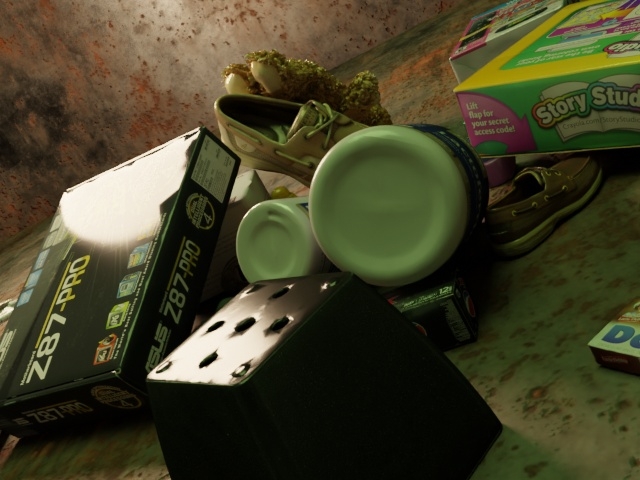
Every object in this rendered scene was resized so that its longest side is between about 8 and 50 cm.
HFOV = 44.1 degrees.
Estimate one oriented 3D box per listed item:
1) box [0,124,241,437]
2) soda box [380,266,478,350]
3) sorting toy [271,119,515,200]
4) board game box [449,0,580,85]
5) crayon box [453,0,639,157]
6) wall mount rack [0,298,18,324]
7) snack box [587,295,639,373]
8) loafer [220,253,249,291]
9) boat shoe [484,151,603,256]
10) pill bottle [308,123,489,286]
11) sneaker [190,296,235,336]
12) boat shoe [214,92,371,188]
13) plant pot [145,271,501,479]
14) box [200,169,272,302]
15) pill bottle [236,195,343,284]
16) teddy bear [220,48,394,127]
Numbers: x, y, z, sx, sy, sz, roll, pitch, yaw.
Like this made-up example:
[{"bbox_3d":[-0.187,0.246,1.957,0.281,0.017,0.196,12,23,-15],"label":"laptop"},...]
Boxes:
[{"bbox_3d":[-0.287,0.055,1.086,0.318,0.097,0.395,-19,45,36],"label":"box"},{"bbox_3d":[0.064,0.086,0.763,0.169,0.053,0.060,-21,18,22],"label":"soda box"},{"bbox_3d":[0.078,-0.072,1.066,0.365,0.126,0.127,-26,17,12],"label":"sorting toy"},{"bbox_3d":[0.391,-0.403,1.547,0.224,0.097,0.303,-20,19,27],"label":"board game box"},{"bbox_3d":[0.396,-0.216,0.927,0.363,0.106,0.313,1,32,47],"label":"crayon box"},{"bbox_3d":[-0.632,0.224,1.371,0.350,0.130,0.304,-18,17,31],"label":"wall mount rack"},{"bbox_3d":[0.269,0.073,0.528,0.064,0.022,0.178,-38,20,-21],"label":"snack box"},{"bbox_3d":[-0.107,0.041,1.146,0.125,0.045,0.039,-40,21,32],"label":"loafer"},{"bbox_3d":[0.243,-0.053,0.858,0.178,0.060,0.064,-38,19,-26],"label":"boat shoe"},{"bbox_3d":[0.098,-0.049,0.846,0.153,0.153,0.265,-23,1,21],"label":"pill bottle"},{"bbox_3d":[-0.093,0.108,0.960,0.170,0.051,0.089,-12,34,32],"label":"sneaker"},{"bbox_3d":[-0.014,-0.157,1.250,0.341,0.110,0.121,12,60,18],"label":"boat shoe"},{"bbox_3d":[-0.015,0.127,0.585,0.188,0.167,0.187,-10,25,50],"label":"plant pot"},{"bbox_3d":[-0.162,-0.005,1.264,0.182,0.119,0.181,-26,17,10],"label":"box"},{"bbox_3d":[0.000,0.000,0.939,0.112,0.112,0.187,-16,-3,37],"label":"pill bottle"},{"bbox_3d":[-0.007,-0.252,1.376,0.245,0.338,0.113,145,134,-65],"label":"teddy bear"}]
